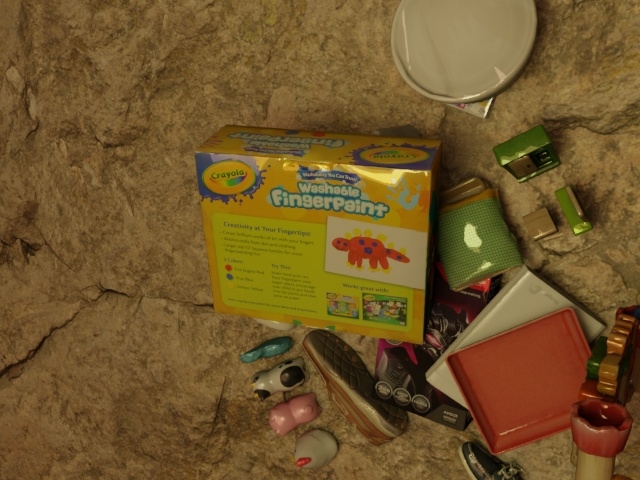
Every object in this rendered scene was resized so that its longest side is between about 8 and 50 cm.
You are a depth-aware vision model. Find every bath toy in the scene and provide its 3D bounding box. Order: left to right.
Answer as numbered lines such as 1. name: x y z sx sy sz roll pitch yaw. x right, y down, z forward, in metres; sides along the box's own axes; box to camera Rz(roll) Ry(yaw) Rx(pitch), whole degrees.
1. bath toy: -0.083 0.426 1.741 0.151 0.129 0.348 -27 87 33

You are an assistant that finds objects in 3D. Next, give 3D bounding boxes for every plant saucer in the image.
1. plant saucer: 0.408 0.273 1.352 0.259 0.048 0.258 -25 107 11

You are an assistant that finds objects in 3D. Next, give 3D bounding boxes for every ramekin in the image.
1. ramekin: 0.280 -0.386 1.311 0.273 0.127 0.273 0 89 25

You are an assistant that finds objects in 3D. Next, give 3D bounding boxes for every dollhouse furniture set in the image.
1. dollhouse furniture set: 0.332 -0.049 1.309 0.301 0.151 0.197 -26 72 21

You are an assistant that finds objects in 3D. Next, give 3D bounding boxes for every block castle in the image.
1. block castle: 0.590 0.253 1.105 0.303 0.453 0.213 10 113 30

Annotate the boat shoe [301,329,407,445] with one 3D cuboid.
1. boat shoe: 0.061 0.359 1.645 0.324 0.123 0.116 49 123 15

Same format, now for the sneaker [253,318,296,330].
1. sneaker: -0.161 0.105 1.727 0.290 0.106 0.123 40 121 20

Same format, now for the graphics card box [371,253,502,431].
1. graphics card box: 0.250 0.207 1.509 0.233 0.094 0.371 15 110 27

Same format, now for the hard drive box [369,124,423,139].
1. hard drive box: 0.102 -0.140 1.469 0.232 0.181 0.089 -40 80 32

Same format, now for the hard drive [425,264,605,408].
1. hard drive: 0.388 0.222 1.382 0.203 0.040 0.307 35 109 -9

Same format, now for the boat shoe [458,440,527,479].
1. boat shoe: 0.406 0.529 1.484 0.254 0.095 0.079 50 122 11

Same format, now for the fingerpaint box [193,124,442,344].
1. fingerpaint box: 0.003 -0.019 1.356 0.445 0.163 0.371 6 120 16

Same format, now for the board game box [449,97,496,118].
1. board game box: 0.289 -0.324 1.403 0.154 0.026 0.103 27 114 24
